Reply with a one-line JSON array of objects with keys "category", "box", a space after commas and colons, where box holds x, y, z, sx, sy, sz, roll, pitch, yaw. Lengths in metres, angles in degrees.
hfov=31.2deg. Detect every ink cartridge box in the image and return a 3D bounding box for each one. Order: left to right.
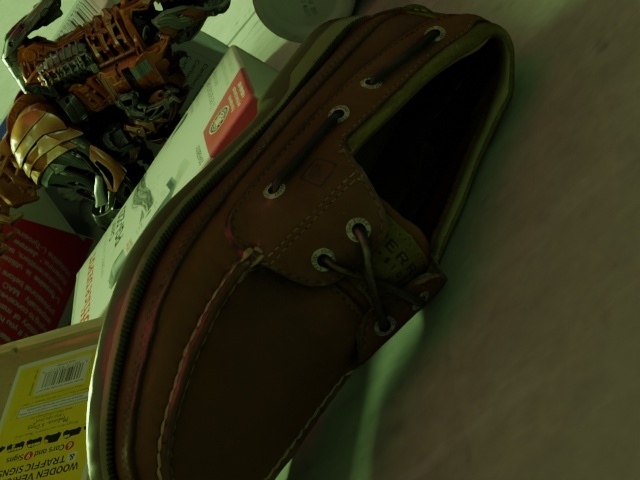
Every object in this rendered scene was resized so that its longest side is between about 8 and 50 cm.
[{"category": "ink cartridge box", "box": [-0.176, -0.101, 1.048, 0.223, 0.224, 0.045, -54, 54, 15]}, {"category": "ink cartridge box", "box": [-0.078, -0.009, 0.783, 0.217, 0.092, 0.158, -56, 19, 13]}]

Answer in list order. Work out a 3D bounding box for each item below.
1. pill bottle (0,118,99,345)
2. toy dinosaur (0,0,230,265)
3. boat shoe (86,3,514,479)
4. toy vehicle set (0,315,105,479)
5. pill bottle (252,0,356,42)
[{"category": "pill bottle", "box": [-0.356, 0.096, 1.082, 0.229, 0.229, 0.407, -38, 28, 44]}, {"category": "toy dinosaur", "box": [-0.177, -0.082, 0.930, 0.322, 0.218, 0.164, -36, 28, 37]}, {"category": "boat shoe", "box": [0.000, 0.000, 0.534, 0.105, 0.110, 0.307, 0, 54, 39]}, {"category": "toy vehicle set", "box": [-0.147, 0.118, 0.642, 0.267, 0.035, 0.166, -16, 40, 21]}, {"category": "pill bottle", "box": [-0.010, -0.241, 0.976, 0.087, 0.087, 0.160, -46, 22, 30]}]
